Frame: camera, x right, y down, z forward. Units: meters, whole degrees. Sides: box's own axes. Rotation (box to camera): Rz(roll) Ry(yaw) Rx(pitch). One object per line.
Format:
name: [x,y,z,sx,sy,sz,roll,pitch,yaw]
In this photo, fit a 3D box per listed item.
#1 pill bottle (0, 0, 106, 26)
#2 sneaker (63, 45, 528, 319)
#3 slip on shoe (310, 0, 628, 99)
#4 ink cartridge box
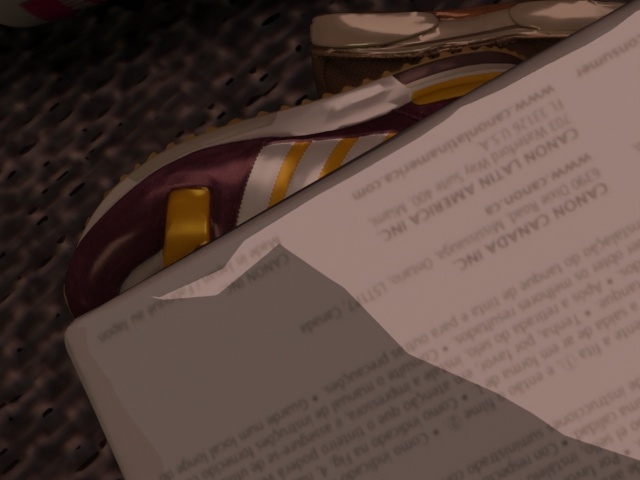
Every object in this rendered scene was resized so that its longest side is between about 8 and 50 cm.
pill bottle: [-0.088,-0.181,0.757,0.283,0.160,0.160,-19,48,11]
sneaker: [0.000,0.000,0.633,0.185,0.069,0.084,-25,42,7]
slip on shoe: [0.062,-0.064,0.677,0.135,0.051,0.041,-1,93,15]
ink cartridge box: [0.074,0.076,0.382,0.189,0.066,0.232,-29,76,10]
